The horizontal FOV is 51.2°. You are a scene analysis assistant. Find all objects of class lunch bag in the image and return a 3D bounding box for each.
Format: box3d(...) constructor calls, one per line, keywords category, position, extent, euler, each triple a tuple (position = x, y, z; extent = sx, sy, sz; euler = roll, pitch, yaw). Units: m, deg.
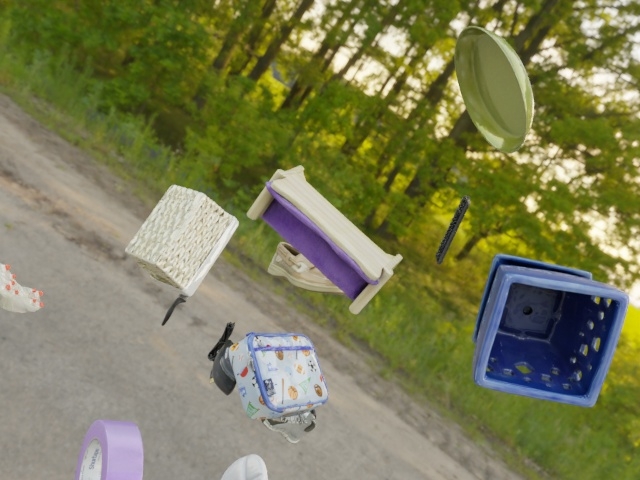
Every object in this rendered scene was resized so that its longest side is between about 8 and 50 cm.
box3d(category="lunch bag", position=(-0.117, 0.368, 1.868), extent=(0.303, 0.115, 0.243), euler=(14, 53, -53))

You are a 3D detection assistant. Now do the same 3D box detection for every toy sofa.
box3d(category="toy sofa", position=(0.000, 0.000, 1.579), extent=(0.362, 0.150, 0.177), euler=(42, 29, 7))

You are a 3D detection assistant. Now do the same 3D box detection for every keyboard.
box3d(category="keyboard", position=(0.339, -0.030, 1.720), extent=(0.023, 0.180, 0.108), euler=(25, 17, 5))

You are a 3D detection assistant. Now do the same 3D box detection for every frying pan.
box3d(category="frying pan", position=(-0.416, 0.151, 2.073), extent=(0.053, 0.326, 0.197), euler=(26, 4, -8))

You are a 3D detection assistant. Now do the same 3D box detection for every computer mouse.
box3d(category="computer mouse", position=(-0.308, 0.379, 2.003), extent=(0.060, 0.184, 0.262), euler=(18, 31, -21))

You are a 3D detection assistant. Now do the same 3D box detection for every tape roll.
box3d(category="tape roll", position=(-0.534, 0.592, 1.669), extent=(0.090, 0.274, 0.275), euler=(14, 17, -30))

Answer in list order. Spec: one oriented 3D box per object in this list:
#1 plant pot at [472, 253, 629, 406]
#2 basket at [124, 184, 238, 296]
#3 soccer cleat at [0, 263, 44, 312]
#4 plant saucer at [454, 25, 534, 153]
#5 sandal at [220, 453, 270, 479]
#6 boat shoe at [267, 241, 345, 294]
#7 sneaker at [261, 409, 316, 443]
box3d(category="plant pot", position=(0.427, 0.159, 1.311), extent=(0.236, 0.235, 0.212), euler=(11, 16, 2))
box3d(category="basket", position=(-0.248, -0.004, 1.187), extent=(0.113, 0.167, 0.103), euler=(17, -22, 40))
box3d(category="soccer cleat", position=(-0.646, 0.103, 1.366), extent=(0.196, 0.076, 0.068), euler=(67, 6, -59))
box3d(category="plant saucer", position=(0.318, -0.276, 1.210), extent=(0.241, 0.037, 0.240), euler=(156, -90, -83))
box3d(category="sandal", position=(-0.108, 0.494, 1.101), extent=(0.076, 0.102, 0.265), euler=(42, 32, -50))
box3d(category="boat shoe", position=(-0.034, 0.078, 1.905), extent=(0.122, 0.110, 0.341), euler=(12, 3, -41))
box3d(category="sneaker", position=(-0.086, 0.536, 2.047), extent=(0.228, 0.132, 0.086), euler=(49, 17, -46))
